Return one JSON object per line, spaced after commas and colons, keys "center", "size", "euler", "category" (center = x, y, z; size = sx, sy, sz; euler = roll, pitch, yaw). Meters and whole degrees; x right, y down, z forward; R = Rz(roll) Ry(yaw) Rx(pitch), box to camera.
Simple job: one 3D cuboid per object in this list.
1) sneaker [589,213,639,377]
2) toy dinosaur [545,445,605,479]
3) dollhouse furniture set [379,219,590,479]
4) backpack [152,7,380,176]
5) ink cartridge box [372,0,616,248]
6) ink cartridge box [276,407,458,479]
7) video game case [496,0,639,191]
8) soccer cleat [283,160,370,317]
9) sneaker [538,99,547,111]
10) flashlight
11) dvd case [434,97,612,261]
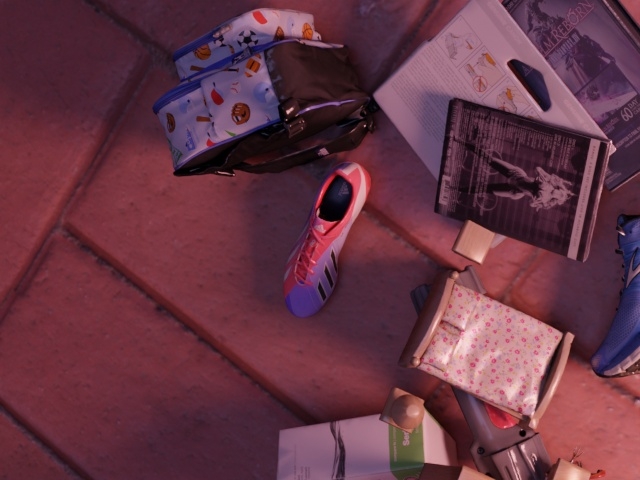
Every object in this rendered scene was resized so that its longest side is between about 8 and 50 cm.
{"center": [0.444, 0.037, 1.395], "size": [0.147, 0.130, 0.330], "euler": [41, 113, 33], "category": "sneaker"}
{"center": [0.348, 0.328, 1.475], "size": [0.082, 0.047, 0.090], "euler": [12, 79, 40], "category": "toy dinosaur"}
{"center": [0.266, 0.185, 1.344], "size": [0.303, 0.174, 0.355], "euler": [26, 77, -7], "category": "dollhouse furniture set"}
{"center": [-0.097, -0.195, 1.478], "size": [0.263, 0.276, 0.213], "euler": [-27, 81, 26], "category": "backpack"}
{"center": [0.231, -0.164, 1.423], "size": [0.275, 0.060, 0.239], "euler": [53, 129, 7], "category": "ink cartridge box"}
{"center": [0.067, 0.316, 1.509], "size": [0.220, 0.160, 0.092], "euler": [-12, 57, 19], "category": "ink cartridge box"}
{"center": [0.327, -0.207, 1.299], "size": [0.026, 0.196, 0.274], "euler": [-34, 84, -26], "category": "video game case"}
{"center": [0.000, 0.000, 1.542], "size": [0.083, 0.095, 0.248], "euler": [27, 103, 14], "category": "soccer cleat"}
{"center": [0.390, -0.203, 1.391], "size": [0.240, 0.091, 0.126], "euler": [-31, 85, 20], "category": "sneaker"}
{"center": [0.226, 0.189, 1.471], "size": [0.103, 0.103, 0.304], "euler": [-33, 79, 45], "category": "flashlight"}
{"center": [0.256, -0.081, 1.388], "size": [0.221, 0.018, 0.164], "euler": [21, 119, 30], "category": "dvd case"}
